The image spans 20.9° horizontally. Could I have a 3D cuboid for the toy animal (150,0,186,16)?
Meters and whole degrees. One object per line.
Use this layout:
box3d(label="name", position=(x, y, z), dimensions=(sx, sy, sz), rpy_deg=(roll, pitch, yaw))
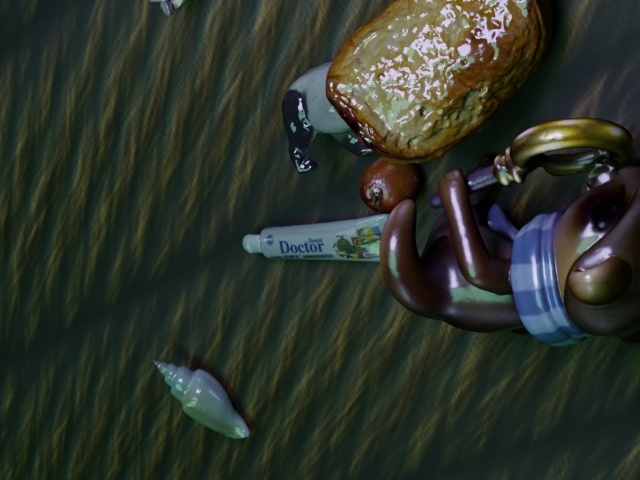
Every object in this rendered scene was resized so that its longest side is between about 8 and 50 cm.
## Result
box3d(label="toy animal", position=(-0.178, -0.403, 2.060), dimensions=(0.170, 0.090, 0.255), rpy_deg=(44, 140, 2))

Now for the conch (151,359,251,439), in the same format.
box3d(label="conch", position=(-0.178, 0.233, 2.508), dimensions=(0.180, 0.065, 0.088), rpy_deg=(42, 137, -2))

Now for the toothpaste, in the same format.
box3d(label="toothpaste", position=(0.000, 0.000, 2.214), dimensions=(0.255, 0.037, 0.067), rpy_deg=(-2, 116, 38))

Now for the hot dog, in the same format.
box3d(label="hot dog", position=(0.137, -0.204, 1.875), dimensions=(0.259, 0.114, 0.175), rpy_deg=(-42, 78, 14))

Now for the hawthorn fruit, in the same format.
box3d(label="hawthorn fruit", position=(0.081, -0.066, 2.066), dimensions=(0.077, 0.077, 0.077), rpy_deg=(23, 131, 29))

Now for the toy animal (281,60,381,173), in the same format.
box3d(label="toy animal", position=(0.052, -0.157, 2.022), dimensions=(0.225, 0.094, 0.121), rpy_deg=(-10, 102, 46))

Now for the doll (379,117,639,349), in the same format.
box3d(label="doll", position=(0.241, 0.007, 1.906), dimensions=(0.340, 0.209, 0.318), rpy_deg=(-1, 149, 44))
